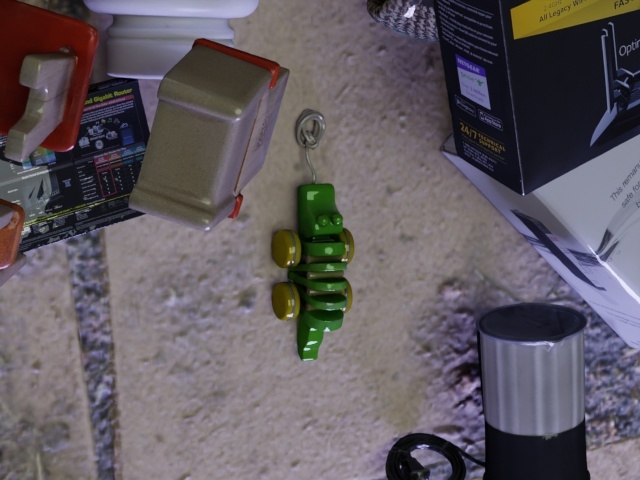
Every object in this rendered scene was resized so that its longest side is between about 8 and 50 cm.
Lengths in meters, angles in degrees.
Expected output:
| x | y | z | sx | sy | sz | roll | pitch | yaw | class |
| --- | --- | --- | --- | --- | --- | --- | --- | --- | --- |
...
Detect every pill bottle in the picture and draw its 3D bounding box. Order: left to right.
| x | y | z | sx | sy | sz | roll | pitch | yaw | class |
| --- | --- | --- | --- | --- | --- | --- | --- | --- | --- |
| -0.096 | -0.214 | 0.952 | 0.117 | 0.117 | 0.215 | -3 | 100 | -27 | pill bottle |

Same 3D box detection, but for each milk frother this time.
| x | y | z | sx | sy | sz | roll | pitch | yaw | class |
| --- | --- | --- | --- | --- | --- | --- | --- | --- | --- |
| 0.126 | 0.126 | 1.123 | 0.143 | 0.129 | 0.135 | -15 | 109 | -31 | milk frother |

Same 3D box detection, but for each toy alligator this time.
| x | y | z | sx | sy | sz | roll | pitch | yaw | class |
| --- | --- | --- | --- | --- | --- | --- | --- | --- | --- |
| 0.000 | 0.000 | 1.078 | 0.056 | 0.051 | 0.190 | -3 | 100 | -28 | toy alligator |

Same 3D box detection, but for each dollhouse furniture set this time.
| x | y | z | sx | sy | sz | roll | pitch | yaw | class |
| --- | --- | --- | --- | --- | --- | --- | --- | --- | --- |
| -0.161 | -0.094 | 0.876 | 0.259 | 0.135 | 0.262 | 19 | 110 | 3 | dollhouse furniture set |

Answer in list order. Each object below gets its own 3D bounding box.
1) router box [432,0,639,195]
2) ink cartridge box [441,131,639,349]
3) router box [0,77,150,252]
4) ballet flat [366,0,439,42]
| x | y | z | sx | sy | sz | roll | pitch | yaw | class |
| --- | --- | --- | --- | --- | --- | --- | --- | --- | --- |
| 0.218 | -0.204 | 0.976 | 0.309 | 0.081 | 0.243 | -27 | 127 | -20 | router box |
| 0.259 | -0.056 | 1.168 | 0.273 | 0.114 | 0.197 | 43 | 79 | -27 | ink cartridge box |
| -0.172 | -0.051 | 0.986 | 0.122 | 0.038 | 0.092 | -18 | 107 | -24 | router box |
| 0.102 | -0.360 | 0.978 | 0.182 | 0.164 | 0.483 | 0 | 115 | -13 | ballet flat |
